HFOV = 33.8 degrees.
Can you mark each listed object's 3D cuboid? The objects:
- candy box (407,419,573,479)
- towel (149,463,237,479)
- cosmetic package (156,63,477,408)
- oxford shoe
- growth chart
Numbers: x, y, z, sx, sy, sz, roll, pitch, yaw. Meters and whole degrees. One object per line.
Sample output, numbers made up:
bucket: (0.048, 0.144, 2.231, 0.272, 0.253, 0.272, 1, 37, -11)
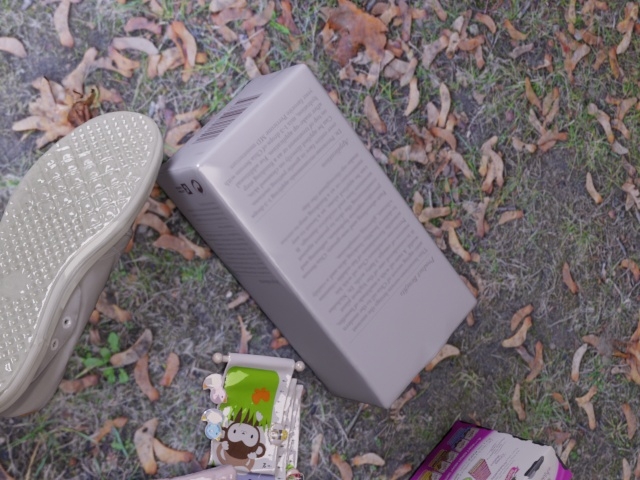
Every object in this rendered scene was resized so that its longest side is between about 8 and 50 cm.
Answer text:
candy box: (0.253, 0.375, 1.629, 0.159, 0.233, 0.071, -46, 111, -20)
towel: (-0.246, 0.494, 1.450, 0.317, 0.053, 0.332, -9, 96, -25)
cosmetic package: (0.000, 0.000, 1.519, 0.230, 0.161, 0.453, -46, 111, -23)
oxford shoe: (-0.336, 0.029, 1.366, 0.130, 0.169, 0.449, 64, 46, -61)
growth chart: (-0.094, 0.281, 1.558, 0.172, 0.021, 0.237, 0, 91, -28)
